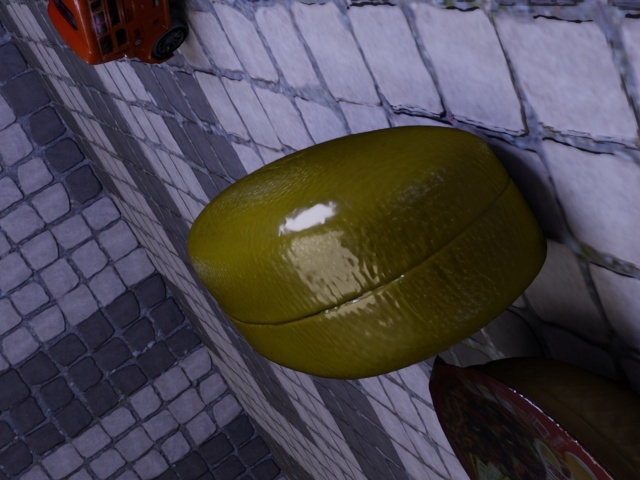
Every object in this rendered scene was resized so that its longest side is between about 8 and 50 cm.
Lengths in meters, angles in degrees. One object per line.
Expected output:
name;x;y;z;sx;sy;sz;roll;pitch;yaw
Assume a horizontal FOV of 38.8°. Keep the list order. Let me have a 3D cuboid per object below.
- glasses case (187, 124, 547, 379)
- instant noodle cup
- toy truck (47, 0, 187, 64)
glasses case;0.000;0.000;0.684;0.141;0.173;0.371;54;164;-11
instant noodle cup;0.195;0.169;0.626;0.274;0.091;0.274;49;163;21
toy truck;-0.205;-0.254;0.861;0.107;0.114;0.252;50;162;12
